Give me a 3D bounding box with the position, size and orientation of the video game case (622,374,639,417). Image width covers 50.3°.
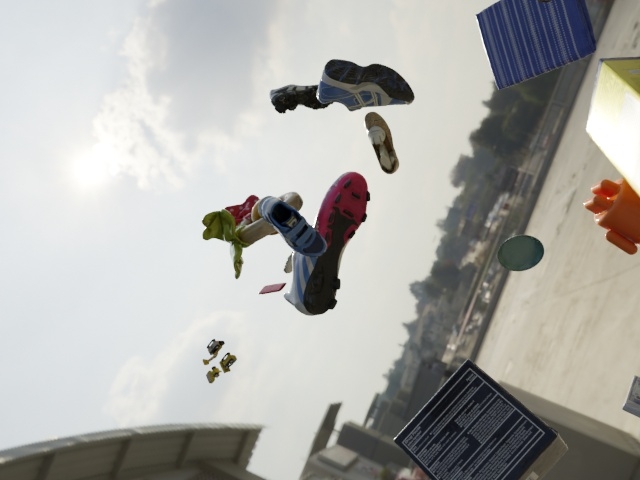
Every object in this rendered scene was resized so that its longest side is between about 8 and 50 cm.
[{"bbox_3d":[0.818,0.398,1.607,0.201,0.184,0.023,-17,-53,-59],"label":"video game case"}]

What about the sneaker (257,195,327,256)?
[{"bbox_3d":[-0.045,-0.021,1.176,0.053,0.144,0.059,-54,15,-11],"label":"sneaker"}]

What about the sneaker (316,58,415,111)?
[{"bbox_3d":[0.088,-0.295,1.332,0.081,0.211,0.080,-55,39,44],"label":"sneaker"}]

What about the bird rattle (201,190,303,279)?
[{"bbox_3d":[-0.121,-0.033,1.413,0.143,0.207,0.253,63,-156,-6],"label":"bird rattle"}]

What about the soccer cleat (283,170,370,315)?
[{"bbox_3d":[0.000,0.000,1.502,0.116,0.143,0.331,22,-96,-37],"label":"soccer cleat"}]

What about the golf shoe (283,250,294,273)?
[{"bbox_3d":[-0.053,0.056,2.347,0.176,0.086,0.069,-51,-14,1],"label":"golf shoe"}]

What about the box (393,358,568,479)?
[{"bbox_3d":[0.406,0.518,1.729,0.296,0.294,0.183,-47,-38,-2],"label":"box"}]

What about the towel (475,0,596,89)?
[{"bbox_3d":[0.588,-0.578,1.878,0.040,0.336,0.243,-20,-86,-33],"label":"towel"}]

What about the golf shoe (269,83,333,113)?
[{"bbox_3d":[-0.051,-0.414,1.920,0.198,0.094,0.077,-9,-50,-25],"label":"golf shoe"}]

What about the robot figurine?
[{"bbox_3d":[0.729,-0.063,1.577,0.158,0.220,0.128,-59,-3,-47],"label":"robot figurine"}]

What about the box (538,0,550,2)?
[{"bbox_3d":[0.526,-0.673,1.498,0.056,0.183,0.231,-17,-18,-40],"label":"box"}]

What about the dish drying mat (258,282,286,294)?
[{"bbox_3d":[-0.118,0.118,1.671,0.008,0.083,0.032,53,-129,-21],"label":"dish drying mat"}]

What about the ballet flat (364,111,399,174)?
[{"bbox_3d":[0.188,-0.291,2.066,0.206,0.073,0.067,62,-157,-22],"label":"ballet flat"}]

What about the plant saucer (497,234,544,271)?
[{"bbox_3d":[0.520,0.028,1.775,0.021,0.120,0.119,-84,5,-54],"label":"plant saucer"}]

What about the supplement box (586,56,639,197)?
[{"bbox_3d":[0.749,-0.254,1.489,0.356,0.196,0.194,-91,-1,-56],"label":"supplement box"}]

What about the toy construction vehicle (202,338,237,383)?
[{"bbox_3d":[-0.235,0.279,1.585,0.035,0.085,0.098,11,-55,-46],"label":"toy construction vehicle"}]
